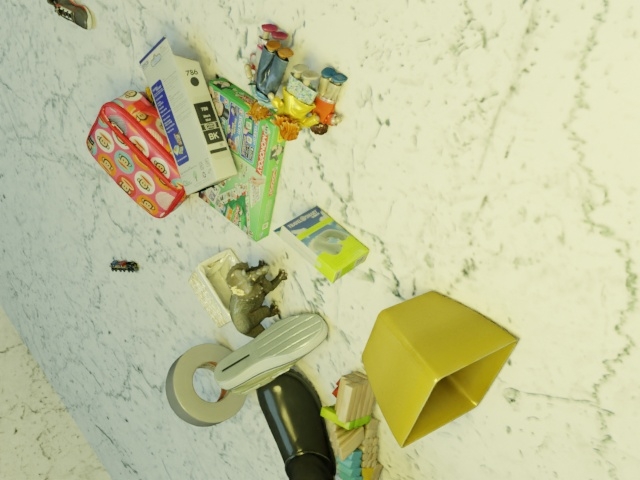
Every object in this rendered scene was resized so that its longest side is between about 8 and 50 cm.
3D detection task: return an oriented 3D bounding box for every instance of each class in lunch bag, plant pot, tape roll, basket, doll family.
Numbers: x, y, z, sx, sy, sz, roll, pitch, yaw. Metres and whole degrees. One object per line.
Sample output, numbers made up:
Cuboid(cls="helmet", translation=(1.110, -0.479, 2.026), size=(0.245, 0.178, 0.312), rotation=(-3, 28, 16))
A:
Cuboid(cls="lunch bag", translation=(-0.426, -0.220, 1.666), size=(0.293, 0.120, 0.258), rotation=(45, 136, -4))
Cuboid(cls="plant pot", translation=(0.200, 0.220, 1.259), size=(0.187, 0.212, 0.212), rotation=(49, 140, 32))
Cuboid(cls="tape roll", translation=(-0.313, 0.399, 1.852), size=(0.219, 0.219, 0.072), rotation=(58, 140, 4))
Cuboid(cls="basket", translation=(-0.247, 0.126, 1.714), size=(0.167, 0.113, 0.103), rotation=(57, 143, 5))
Cuboid(cls="doll family", translation=(-0.080, -0.290, 1.303), size=(0.263, 0.118, 0.163), rotation=(42, 136, 21))

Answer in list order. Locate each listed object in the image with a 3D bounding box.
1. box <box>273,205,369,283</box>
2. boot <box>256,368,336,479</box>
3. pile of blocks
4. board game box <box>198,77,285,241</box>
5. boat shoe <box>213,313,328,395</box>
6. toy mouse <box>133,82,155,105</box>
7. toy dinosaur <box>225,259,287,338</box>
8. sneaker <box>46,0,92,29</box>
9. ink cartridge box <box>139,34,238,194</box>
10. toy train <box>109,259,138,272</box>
Cuboid(cls="box", translation=(0.000, 0.000, 1.394), size=(0.178, 0.109, 0.042), rotation=(41, 139, 22))
Cuboid(cls="boot", translation=(-0.043, 0.537, 1.515), size=(0.146, 0.445, 0.367), rotation=(-24, 107, 7))
Cuboid(cls="pile of blocks", translation=(0.056, 0.459, 1.567), size=(0.112, 0.149, 0.362), rotation=(17, 124, 38))
Cuboid(cls="board game box", translation=(-0.184, -0.179, 1.527), size=(0.213, 0.046, 0.317), rotation=(36, 134, 25))
Cuboid(cls="boat shoe", translation=(-0.110, 0.272, 1.599), size=(0.094, 0.302, 0.109), rotation=(51, -165, -46))
Cuboid(cls="toy mouse", translation=(-0.425, -0.329, 1.695), size=(0.161, 0.031, 0.143), rotation=(42, 135, 21))
Cuboid(cls="toy dinosaur", translation=(-0.167, 0.145, 1.605), size=(0.121, 0.160, 0.313), rotation=(35, 132, 27))
Cuboid(cls="sneaker", translation=(-0.661, -0.596, 1.757), size=(0.158, 0.065, 0.061), rotation=(39, 135, 23))
Cuboid(cls="ink cartridge box", translation=(-0.300, -0.280, 1.512), size=(0.165, 0.065, 0.332), rotation=(-13, 97, 54))
Cuboid(cls="toy train", translation=(-0.630, 0.082, 2.137), size=(0.158, 0.027, 0.036), rotation=(-1, 108, 45))
